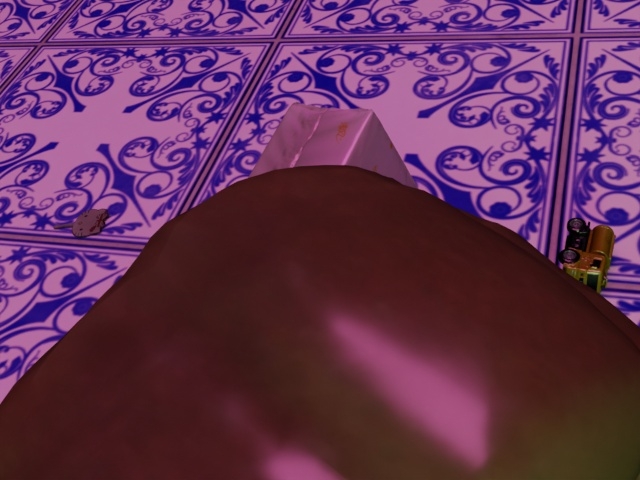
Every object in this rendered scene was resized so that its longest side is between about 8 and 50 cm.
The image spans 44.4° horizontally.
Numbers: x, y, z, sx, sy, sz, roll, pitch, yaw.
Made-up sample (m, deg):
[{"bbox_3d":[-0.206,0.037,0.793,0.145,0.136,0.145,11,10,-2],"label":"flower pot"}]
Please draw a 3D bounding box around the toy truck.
[{"bbox_3d":[0.294,0.021,0.869,0.054,0.049,0.083,10,48,22],"label":"toy truck"}]

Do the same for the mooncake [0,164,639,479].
[{"bbox_3d":[0.025,0.193,0.490,0.467,0.467,0.262,-37,48,-21],"label":"mooncake"}]

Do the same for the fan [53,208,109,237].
[{"bbox_3d":[-0.343,-0.024,1.119,0.083,0.004,0.056,-6,45,11],"label":"fan"}]

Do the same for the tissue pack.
[{"bbox_3d":[0.000,0.000,0.830,0.124,0.185,0.225,13,67,36],"label":"tissue pack"}]
